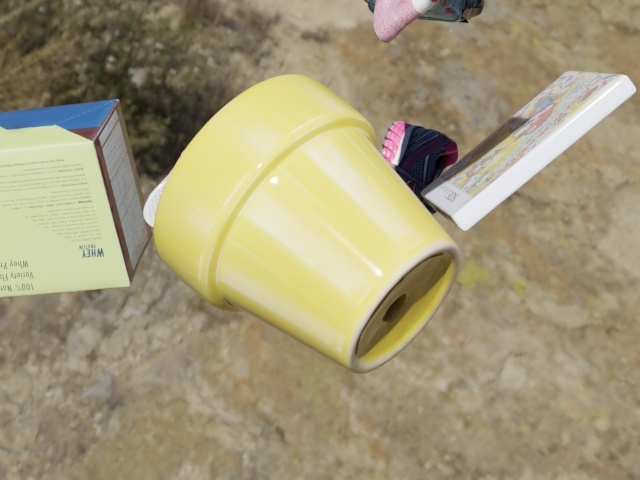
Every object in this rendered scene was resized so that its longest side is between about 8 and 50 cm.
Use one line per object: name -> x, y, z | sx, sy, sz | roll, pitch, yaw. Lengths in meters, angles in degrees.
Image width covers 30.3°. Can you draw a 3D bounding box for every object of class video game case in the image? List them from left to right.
video game case -> 0.217, -0.103, 1.287 | 0.026, 0.227, 0.206 | 50, 2, -10

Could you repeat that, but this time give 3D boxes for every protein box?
protein box -> -0.341, -0.052, 1.500 | 0.199, 0.201, 0.136 | -5, 28, 9

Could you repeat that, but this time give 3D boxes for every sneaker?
sneaker -> -0.156, -0.067, 1.376 | 0.051, 0.134, 0.070 | 42, -9, -13
sneaker -> 0.124, -0.047, 1.804 | 0.112, 0.121, 0.299 | 14, 70, 12

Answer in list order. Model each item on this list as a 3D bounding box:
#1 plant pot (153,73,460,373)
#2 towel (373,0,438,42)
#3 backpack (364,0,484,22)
plant pot -> 0.000, 0.000, 1.199 | 0.239, 0.254, 0.254 | 41, 37, 25
towel -> 0.186, -0.382, 1.309 | 0.037, 0.329, 0.237 | 36, 41, -22
backpack -> 0.143, -0.405, 1.654 | 0.165, 0.189, 0.144 | 13, 14, 31
